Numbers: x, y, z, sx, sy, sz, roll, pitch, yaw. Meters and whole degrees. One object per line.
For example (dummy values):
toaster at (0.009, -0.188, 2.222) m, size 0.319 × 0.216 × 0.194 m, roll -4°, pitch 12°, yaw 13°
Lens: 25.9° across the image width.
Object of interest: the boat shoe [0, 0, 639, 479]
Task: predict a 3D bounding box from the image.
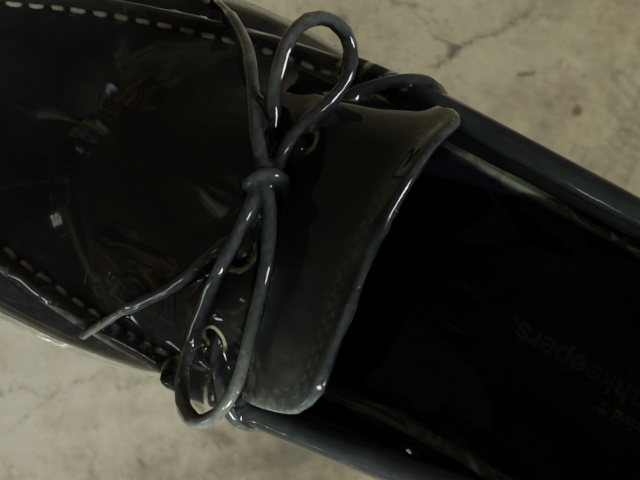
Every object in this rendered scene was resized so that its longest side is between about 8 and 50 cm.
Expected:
boat shoe at (0.000, 0.000, 0.590) m, size 0.500 × 0.156 × 0.186 m, roll 26°, pitch 83°, yaw 7°
